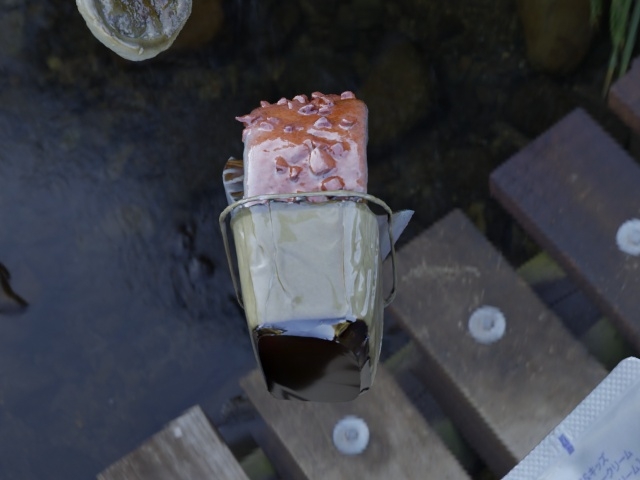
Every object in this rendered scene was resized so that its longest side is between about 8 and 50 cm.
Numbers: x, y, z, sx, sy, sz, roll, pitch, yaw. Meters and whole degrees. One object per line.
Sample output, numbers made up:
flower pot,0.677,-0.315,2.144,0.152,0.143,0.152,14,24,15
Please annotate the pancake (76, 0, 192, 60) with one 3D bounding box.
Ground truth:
pancake,-0.180,-0.244,1.263,0.022,0.139,0.139,-1,56,46

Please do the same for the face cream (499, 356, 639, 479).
face cream,0.159,0.167,0.538,0.114,0.070,0.224,-51,52,26

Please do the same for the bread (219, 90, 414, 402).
bread,0.000,0.000,0.966,0.142,0.224,0.212,0,65,3
